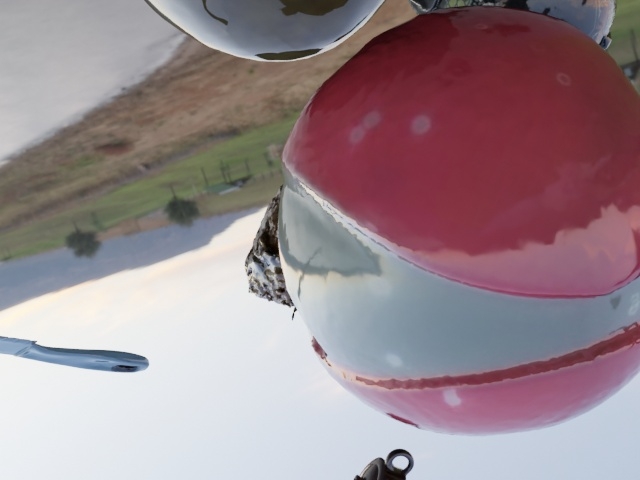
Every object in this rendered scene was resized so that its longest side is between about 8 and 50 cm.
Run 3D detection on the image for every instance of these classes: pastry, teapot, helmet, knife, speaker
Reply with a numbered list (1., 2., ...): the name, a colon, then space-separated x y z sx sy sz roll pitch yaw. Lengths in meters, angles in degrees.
1. pastry: 0.000 0.000 1.155 0.275 0.193 0.275 -59 -172 14
2. teapot: 0.055 0.247 0.737 0.100 0.045 0.068 -55 -169 10
3. helmet: 0.233 -0.320 0.875 0.230 0.279 0.160 -45 168 -44
4. knife: -0.273 0.096 0.656 0.044 0.019 0.313 -24 153 32
5. speaker: 0.101 -0.018 0.515 0.294 0.294 0.294 -19 -173 3

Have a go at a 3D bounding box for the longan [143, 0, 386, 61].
1. longan: -0.047 -0.322 0.592 0.289 0.350 0.288 -6 -151 3
